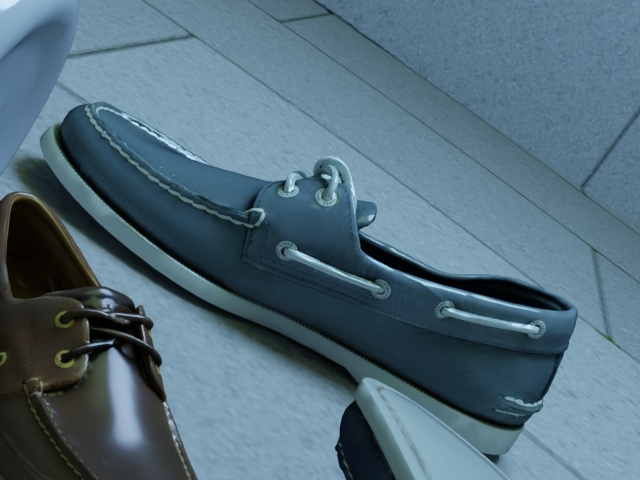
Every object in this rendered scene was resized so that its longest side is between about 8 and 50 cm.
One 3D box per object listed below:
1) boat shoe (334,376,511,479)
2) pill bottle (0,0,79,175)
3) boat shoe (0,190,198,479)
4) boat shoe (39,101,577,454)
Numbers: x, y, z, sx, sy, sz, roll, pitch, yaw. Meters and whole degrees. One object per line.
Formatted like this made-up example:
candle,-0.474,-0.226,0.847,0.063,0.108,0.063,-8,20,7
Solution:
boat shoe,0.063,0.150,0.404,0.095,0.079,0.254,22,23,-45
pill bottle,-0.230,-0.099,0.406,0.265,0.153,0.153,33,16,-4
boat shoe,-0.086,0.043,0.399,0.064,0.060,0.178,20,18,-44
boat shoe,0.000,0.000,0.673,0.319,0.099,0.116,32,16,-8
